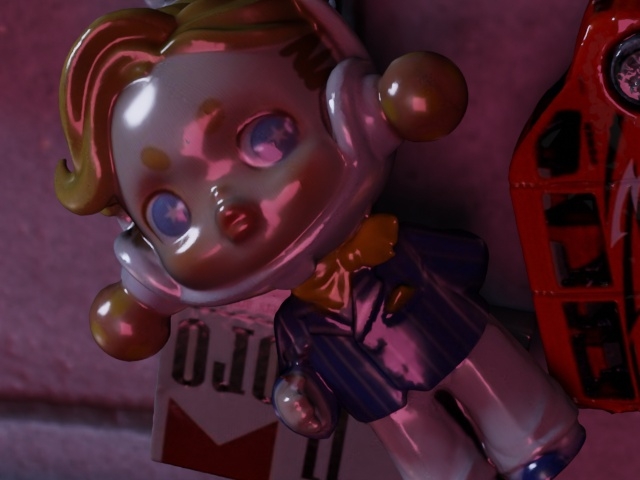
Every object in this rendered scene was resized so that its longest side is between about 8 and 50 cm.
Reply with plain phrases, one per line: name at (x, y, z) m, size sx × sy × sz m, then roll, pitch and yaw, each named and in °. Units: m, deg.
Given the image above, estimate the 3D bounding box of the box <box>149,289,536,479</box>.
box at (0.010, 0.073, 0.895) m, size 0.177 × 0.036 × 0.115 m, roll 12°, pitch 114°, yaw 6°

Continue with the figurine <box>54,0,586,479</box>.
figurine at (0.010, -0.004, 0.804) m, size 0.274 × 0.133 × 0.194 m, roll 30°, pitch 112°, yaw 1°

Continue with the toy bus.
toy bus at (0.134, -0.022, 0.809) m, size 0.089 × 0.081 × 0.195 m, roll -4°, pitch 113°, yaw 24°
